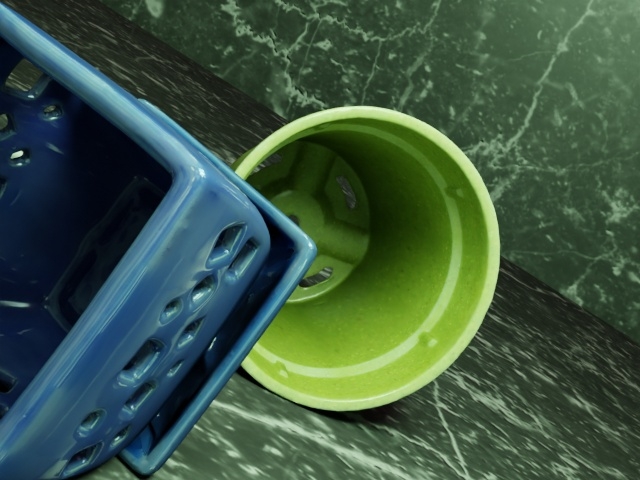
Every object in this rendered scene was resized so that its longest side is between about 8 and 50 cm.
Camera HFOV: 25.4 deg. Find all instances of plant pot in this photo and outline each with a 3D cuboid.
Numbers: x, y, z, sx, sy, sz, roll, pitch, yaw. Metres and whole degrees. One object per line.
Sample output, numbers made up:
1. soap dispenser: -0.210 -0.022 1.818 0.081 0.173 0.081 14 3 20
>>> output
1. plant pot: 0.000 0.000 1.384 0.276 0.276 0.254 28 1 -17
2. plant pot: -0.160 0.013 0.946 0.236 0.236 0.212 39 7 30

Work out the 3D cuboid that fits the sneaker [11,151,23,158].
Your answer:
1. sneaker: -0.327 -0.076 1.080 0.147 0.105 0.296 38 0 20
